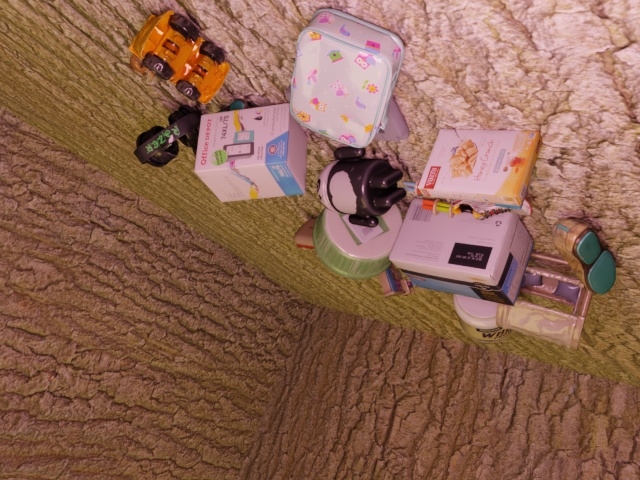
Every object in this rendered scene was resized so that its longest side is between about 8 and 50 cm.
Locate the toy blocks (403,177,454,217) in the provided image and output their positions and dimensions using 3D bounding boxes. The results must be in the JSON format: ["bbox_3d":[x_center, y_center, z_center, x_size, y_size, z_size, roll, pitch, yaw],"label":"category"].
[{"bbox_3d":[0.323,-0.129,1.623,0.148,0.054,0.123,15,146,29],"label":"toy blocks"}]

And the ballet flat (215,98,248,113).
[{"bbox_3d":[-0.260,-0.382,1.665,0.074,0.074,0.203,34,155,-33],"label":"ballet flat"}]

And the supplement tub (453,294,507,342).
[{"bbox_3d":[0.639,0.248,2.107,0.236,0.235,0.325,16,163,25],"label":"supplement tub"}]

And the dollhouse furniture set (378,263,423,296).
[{"bbox_3d":[0.412,0.095,2.257,0.304,0.197,0.286,-22,166,26],"label":"dollhouse furniture set"}]

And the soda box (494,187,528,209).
[{"bbox_3d":[0.455,-0.158,1.354,0.071,0.067,0.210,12,160,35],"label":"soda box"}]

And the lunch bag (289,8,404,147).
[{"bbox_3d":[0.055,-0.337,1.171,0.224,0.107,0.279,21,149,5],"label":"lunch bag"}]

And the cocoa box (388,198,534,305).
[{"bbox_3d":[0.439,0.033,1.695,0.347,0.231,0.228,9,159,42],"label":"cocoa box"}]

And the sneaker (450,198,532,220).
[{"bbox_3d":[0.469,-0.091,1.504,0.226,0.092,0.088,12,160,35],"label":"sneaker"}]

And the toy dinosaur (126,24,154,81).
[{"bbox_3d":[-0.526,-0.521,1.580,0.112,0.064,0.211,29,163,-15],"label":"toy dinosaur"}]

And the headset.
[{"bbox_3d":[-0.480,-0.331,1.844,0.185,0.244,0.394,56,-175,-16],"label":"headset"}]

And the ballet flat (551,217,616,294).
[{"bbox_3d":[0.742,0.040,1.543,0.123,0.123,0.349,8,159,43],"label":"ballet flat"}]

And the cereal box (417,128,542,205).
[{"bbox_3d":[0.360,-0.173,1.247,0.240,0.172,0.047,10,159,38],"label":"cereal box"}]

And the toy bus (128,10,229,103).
[{"bbox_3d":[-0.380,-0.473,1.412,0.212,0.149,0.220,26,174,47],"label":"toy bus"}]

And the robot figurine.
[{"bbox_3d":[0.115,-0.159,1.635,0.278,0.208,0.174,8,171,44],"label":"robot figurine"}]

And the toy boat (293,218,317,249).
[{"bbox_3d":[0.000,0.000,2.334,0.231,0.151,0.151,8,139,46],"label":"toy boat"}]

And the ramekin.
[{"bbox_3d":[0.132,-0.035,1.819,0.304,0.303,0.148,23,158,1],"label":"ramekin"}]

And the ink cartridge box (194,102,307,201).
[{"bbox_3d":[-0.195,-0.249,1.590,0.270,0.198,0.197,-5,157,13],"label":"ink cartridge box"}]

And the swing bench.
[{"bbox_3d":[0.723,0.187,1.750,0.254,0.254,0.165,15,162,28],"label":"swing bench"}]

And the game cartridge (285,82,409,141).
[{"bbox_3d":[0.064,-0.333,1.371,0.295,0.060,0.196,13,165,32],"label":"game cartridge"}]
